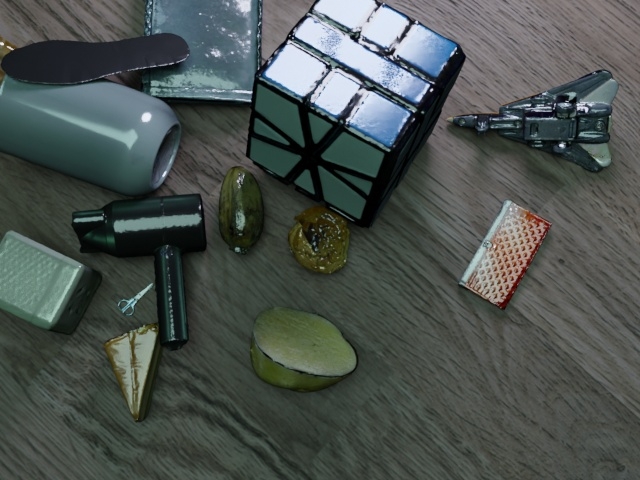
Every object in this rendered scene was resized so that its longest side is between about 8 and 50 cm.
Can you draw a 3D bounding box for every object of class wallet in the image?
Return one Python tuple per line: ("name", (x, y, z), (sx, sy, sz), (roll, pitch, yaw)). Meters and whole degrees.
("wallet", (-0.235, -0.435, 1.818), (0.237, 0.075, 0.342), (1, 79, -4))
("wallet", (0.357, 0.027, 1.749), (0.103, 0.020, 0.196), (30, 83, 6))

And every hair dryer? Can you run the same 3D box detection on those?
("hair dryer", (-0.331, 0.063, 1.686), (0.245, 0.116, 0.302), (-7, 69, -4))

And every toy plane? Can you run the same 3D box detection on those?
("toy plane", (0.405, -0.228, 1.748), (0.316, 0.103, 0.204), (-1, 115, 5))

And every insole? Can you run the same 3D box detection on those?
("insole", (-0.415, -0.341, 1.691), (0.349, 0.009, 0.119), (-13, 58, -22))

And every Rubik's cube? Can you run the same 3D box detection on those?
("Rubik's cube", (0.056, -0.242, 1.638), (0.289, 0.293, 0.283), (31, 67, 5))

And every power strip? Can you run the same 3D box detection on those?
("power strip", (-0.555, 0.071, 1.711), (0.224, 0.140, 0.139), (25, 83, 6))

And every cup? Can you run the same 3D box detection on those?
("cup", (-0.438, -0.211, 1.720), (0.312, 0.205, 0.205), (21, 82, 4))

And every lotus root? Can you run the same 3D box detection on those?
("lotus root", (-0.152, -0.058, 1.747), (0.089, 0.081, 0.179), (-13, 72, 41))

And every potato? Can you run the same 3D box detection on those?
("potato", (-0.044, 0.225, 1.680), (0.202, 0.182, 0.117), (14, 119, -13))

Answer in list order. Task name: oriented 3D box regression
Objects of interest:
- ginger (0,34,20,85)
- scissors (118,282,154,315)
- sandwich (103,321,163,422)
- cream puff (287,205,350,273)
("ginger", (-0.722, -0.246, 1.758), (0.375, 0.176, 0.256), (-43, 100, -7))
("scissors", (-0.357, 0.111, 1.764), (0.083, 0.006, 0.036), (-43, 80, -5))
("sandwich", (-0.322, 0.246, 1.704), (0.114, 0.079, 0.163), (-23, 80, -1))
("cream puff", (0.000, 0.000, 1.726), (0.120, 0.104, 0.133), (-16, 81, -8))
